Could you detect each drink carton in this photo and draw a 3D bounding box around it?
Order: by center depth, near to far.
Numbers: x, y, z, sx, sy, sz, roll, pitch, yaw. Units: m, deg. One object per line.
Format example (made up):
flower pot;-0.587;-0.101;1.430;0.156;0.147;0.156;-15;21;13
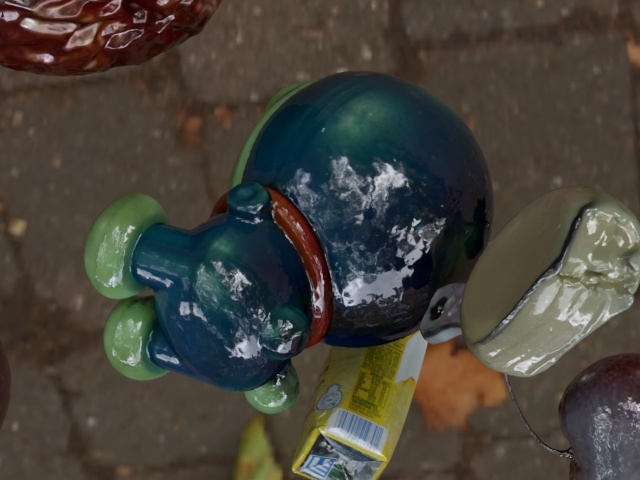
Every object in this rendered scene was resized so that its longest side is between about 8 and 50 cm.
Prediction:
drink carton;0.041;0.099;1.544;0.074;0.200;0.084;22;137;-2

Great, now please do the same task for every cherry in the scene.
cherry;0.219;0.110;1.339;0.148;0.115;0.188;4;108;43

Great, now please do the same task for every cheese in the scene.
cheese;0.099;0.031;1.016;0.047;0.092;0.171;34;138;-16

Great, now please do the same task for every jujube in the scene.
jujube;-0.167;-0.221;1.369;0.232;0.213;0.213;-10;140;-42

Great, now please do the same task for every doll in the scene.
doll;0.000;-0.001;1.411;0.186;0.322;0.198;24;141;37

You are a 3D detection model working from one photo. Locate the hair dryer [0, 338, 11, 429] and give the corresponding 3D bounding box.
hair dryer;-0.465;0.139;1.876;0.340;0.312;0.123;-21;125;-5
